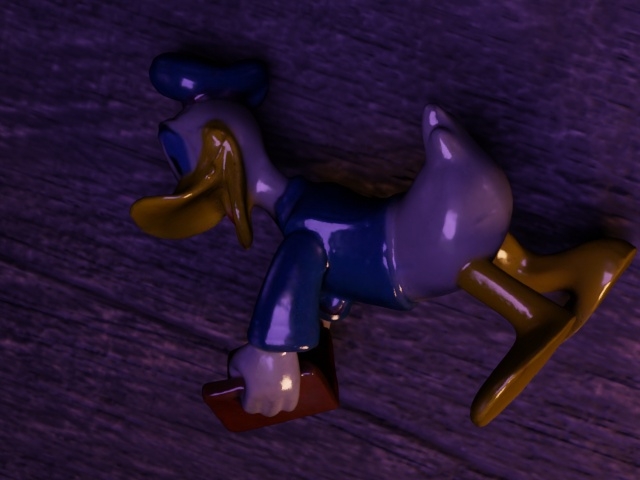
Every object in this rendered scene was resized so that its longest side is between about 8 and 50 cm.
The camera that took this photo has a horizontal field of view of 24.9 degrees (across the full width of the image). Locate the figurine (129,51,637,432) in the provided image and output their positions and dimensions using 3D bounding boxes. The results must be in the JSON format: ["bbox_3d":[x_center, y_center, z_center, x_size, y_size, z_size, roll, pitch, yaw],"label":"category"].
[{"bbox_3d":[0.000,0.000,1.010,0.338,0.204,0.283,45,118,8],"label":"figurine"}]
